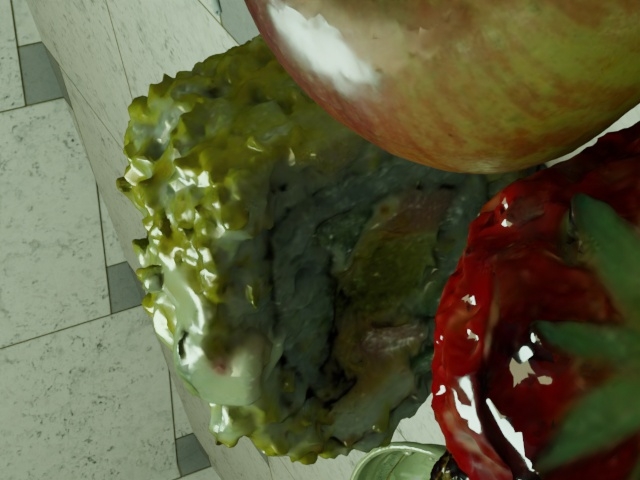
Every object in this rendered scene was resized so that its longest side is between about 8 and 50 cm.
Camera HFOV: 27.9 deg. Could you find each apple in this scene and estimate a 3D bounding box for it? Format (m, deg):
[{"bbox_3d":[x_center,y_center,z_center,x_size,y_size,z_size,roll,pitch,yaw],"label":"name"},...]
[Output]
[{"bbox_3d":[0.098,-0.188,0.727,0.301,0.301,0.301,53,161,27],"label":"apple"}]

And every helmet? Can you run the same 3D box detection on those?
[{"bbox_3d":[0.168,0.344,1.574,0.257,0.137,0.204,47,121,19],"label":"helmet"}]

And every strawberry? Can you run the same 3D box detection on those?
[{"bbox_3d":[0.205,0.060,0.788,0.310,0.292,0.291,-121,6,-77],"label":"strawberry"}]

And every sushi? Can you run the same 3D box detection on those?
[{"bbox_3d":[0.000,0.000,1.140,0.240,0.351,0.396,46,155,44],"label":"sushi"}]

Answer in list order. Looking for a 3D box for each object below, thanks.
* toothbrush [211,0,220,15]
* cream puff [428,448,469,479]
[{"bbox_3d":[-0.143,-0.340,1.631,0.013,0.011,0.131,-104,1,-47],"label":"toothbrush"},{"bbox_3d":[0.209,0.289,1.305,0.239,0.165,0.239,52,158,31],"label":"cream puff"}]
